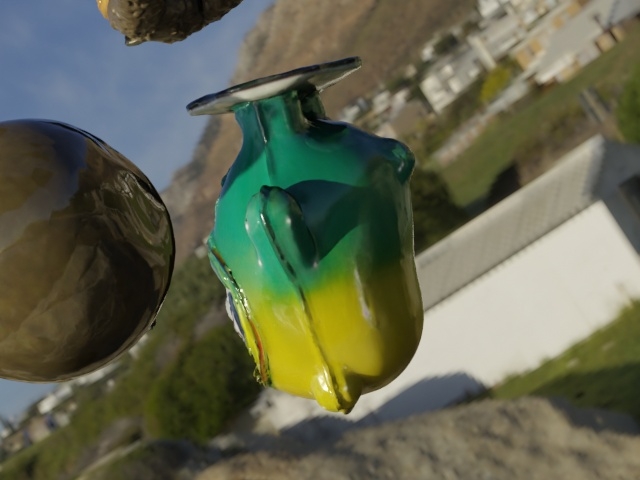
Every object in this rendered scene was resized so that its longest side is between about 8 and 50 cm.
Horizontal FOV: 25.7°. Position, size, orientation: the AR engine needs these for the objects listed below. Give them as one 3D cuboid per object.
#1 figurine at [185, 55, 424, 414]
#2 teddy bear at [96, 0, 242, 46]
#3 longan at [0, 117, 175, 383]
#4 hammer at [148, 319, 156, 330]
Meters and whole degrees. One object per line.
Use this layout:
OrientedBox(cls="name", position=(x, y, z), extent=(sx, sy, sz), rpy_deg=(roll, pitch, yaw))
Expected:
OrientedBox(cls="figurine", position=(0.000, 0.000, 1.414), extent=(0.231, 0.340, 0.323), rpy_deg=(-14, 5, 15))
OrientedBox(cls="teddy bear", position=(-0.187, -0.289, 1.422), extent=(0.177, 0.190, 0.140), rpy_deg=(-20, -16, -39))
OrientedBox(cls="longan", position=(-0.173, 0.006, 0.873), extent=(0.167, 0.167, 0.187), rpy_deg=(-35, -12, 33))
OrientedBox(cls="hammer", position=(-0.256, 0.101, 1.467), extent=(0.178, 0.021, 0.065), rpy_deg=(-27, -49, -9))
